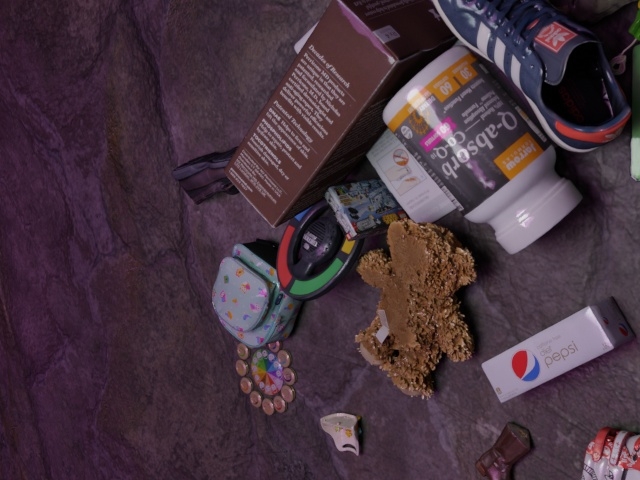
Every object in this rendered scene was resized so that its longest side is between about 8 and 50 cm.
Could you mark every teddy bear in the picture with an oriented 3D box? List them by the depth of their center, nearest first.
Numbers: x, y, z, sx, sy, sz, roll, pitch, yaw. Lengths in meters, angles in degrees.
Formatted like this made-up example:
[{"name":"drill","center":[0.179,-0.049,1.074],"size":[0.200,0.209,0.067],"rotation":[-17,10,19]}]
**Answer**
[{"name":"teddy bear","center":[0.160,0.111,1.401],"size":[0.245,0.113,0.338],"rotation":[25,122,47]}]

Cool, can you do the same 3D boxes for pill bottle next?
[{"name":"pill bottle","center":[0.232,-0.126,1.195],"size":[0.278,0.162,0.162],"rotation":[50,130,3]}]

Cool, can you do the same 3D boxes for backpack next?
[{"name":"backpack","center":[-0.124,0.114,1.638],"size":[0.166,0.144,0.188],"rotation":[32,123,29]}]

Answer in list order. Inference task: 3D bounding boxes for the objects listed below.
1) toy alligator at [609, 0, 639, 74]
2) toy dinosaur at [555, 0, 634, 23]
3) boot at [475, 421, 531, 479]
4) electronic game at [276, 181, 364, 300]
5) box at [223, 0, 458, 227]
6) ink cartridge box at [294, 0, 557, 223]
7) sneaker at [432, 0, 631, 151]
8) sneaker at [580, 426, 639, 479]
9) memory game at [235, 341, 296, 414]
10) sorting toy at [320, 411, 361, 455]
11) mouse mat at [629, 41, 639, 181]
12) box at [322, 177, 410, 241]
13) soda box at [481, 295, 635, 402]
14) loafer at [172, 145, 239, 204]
[{"name":"toy alligator","center":[0.433,-0.298,1.079],"size":[0.190,0.056,0.051],"rotation":[-53,20,38]},{"name":"toy dinosaur","center":[0.374,-0.344,1.088],"size":[0.268,0.064,0.118],"rotation":[-175,79,-68]},{"name":"boot","center":[0.311,0.359,1.339],"size":[0.106,0.037,0.114],"rotation":[47,122,25]},{"name":"electronic game","center":[0.000,0.000,1.493],"size":[0.229,0.048,0.229],"rotation":[-31,45,36]},{"name":"box","center":[0.022,-0.206,1.289],"size":[0.143,0.191,0.381],"rotation":[49,132,7]},{"name":"ink cartridge box","center":[0.171,-0.251,1.342],"size":[0.308,0.091,0.385],"rotation":[-34,91,42]},{"name":"sneaker","center":[0.279,-0.268,1.088],"size":[0.131,0.148,0.350],"rotation":[-44,93,1]},{"name":"sneaker","center":[0.453,0.287,1.144],"size":[0.145,0.090,0.270],"rotation":[38,125,30]},{"name":"memory game","center":[-0.117,0.276,1.752],"size":[0.186,0.012,0.186],"rotation":[10,105,42]},{"name":"sorting toy","center":[0.049,0.371,1.593],"size":[0.083,0.045,0.075],"rotation":[3,108,43]},{"name":"mouse mat","center":[0.476,-0.169,1.089],"size":[0.152,0.007,0.190],"rotation":[6,103,44]},{"name":"box","center":[0.079,-0.054,1.407],"size":[0.027,0.137,0.094],"rotation":[-45,66,43]},{"name":"soda box","center":[0.345,0.163,1.235],"size":[0.216,0.074,0.069],"rotation":[-40,70,41]},{"name":"loafer","center":[-0.187,-0.132,1.693],"size":[0.302,0.109,0.095],"rotation":[-4,115,51]}]
